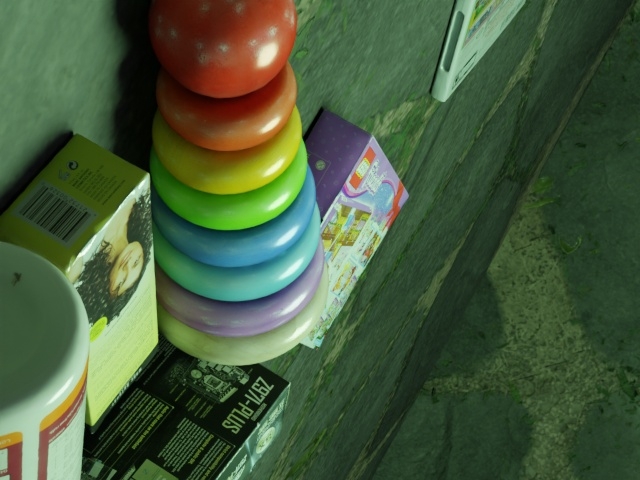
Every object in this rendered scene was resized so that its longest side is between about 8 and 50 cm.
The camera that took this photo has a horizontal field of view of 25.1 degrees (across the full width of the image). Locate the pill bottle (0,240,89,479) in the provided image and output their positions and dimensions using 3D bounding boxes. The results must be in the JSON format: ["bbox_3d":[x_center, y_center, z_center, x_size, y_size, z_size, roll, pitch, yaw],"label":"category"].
[{"bbox_3d":[-0.193,0.110,0.803,0.121,0.121,0.221,-50,164,-38],"label":"pill bottle"}]

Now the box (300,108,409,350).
[{"bbox_3d":[0.000,0.000,1.430,0.201,0.057,0.293,-59,167,-3],"label":"box"}]

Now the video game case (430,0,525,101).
[{"bbox_3d":[0.201,-0.287,1.642,0.212,0.023,0.193,-50,164,-34],"label":"video game case"}]

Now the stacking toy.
[{"bbox_3d":[-0.057,-0.055,0.956,0.141,0.141,0.330,-52,161,-31],"label":"stacking toy"}]

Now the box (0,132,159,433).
[{"bbox_3d":[-0.153,0.035,0.936,0.087,0.058,0.232,-53,166,-27],"label":"box"}]

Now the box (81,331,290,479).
[{"bbox_3d":[-0.132,0.148,1.056,0.180,0.147,0.077,-51,164,-36],"label":"box"}]
